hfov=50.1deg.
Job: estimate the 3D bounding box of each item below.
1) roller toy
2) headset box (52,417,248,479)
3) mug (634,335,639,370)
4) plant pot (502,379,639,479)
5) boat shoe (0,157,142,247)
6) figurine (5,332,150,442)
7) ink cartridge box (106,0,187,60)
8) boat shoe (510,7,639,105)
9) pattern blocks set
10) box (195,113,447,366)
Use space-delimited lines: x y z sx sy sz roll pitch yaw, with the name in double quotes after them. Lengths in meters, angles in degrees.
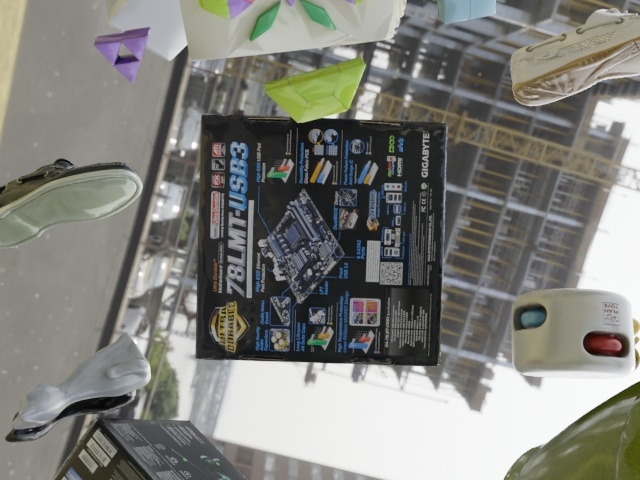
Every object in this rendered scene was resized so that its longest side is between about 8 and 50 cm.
0.421 0.152 1.143 0.191 0.209 0.146 30 60 -61 "roller toy"
-0.237 0.416 1.108 0.131 0.246 0.283 -54 154 1 "headset box"
0.604 0.231 1.352 0.064 0.078 0.062 26 41 -65 "mug"
0.370 0.307 0.700 0.353 0.366 0.367 130 -24 -59 "plant pot"
-0.473 -0.089 1.229 0.127 0.340 0.113 43 32 -51 "boat shoe"
-0.394 0.250 1.093 0.209 0.092 0.215 -26 170 -34 "figurine"
-0.237 -0.483 1.110 0.226 0.131 0.306 -34 -130 28 "ink cartridge box"
0.400 -0.280 0.953 0.098 0.277 0.096 37 43 -58 "boat shoe"
-0.026 -0.214 0.510 0.026 0.324 0.285 -105 173 -49 "pattern blocks set"
0.000 0.000 0.830 0.073 0.293 0.296 -76 167 -88 "box"
